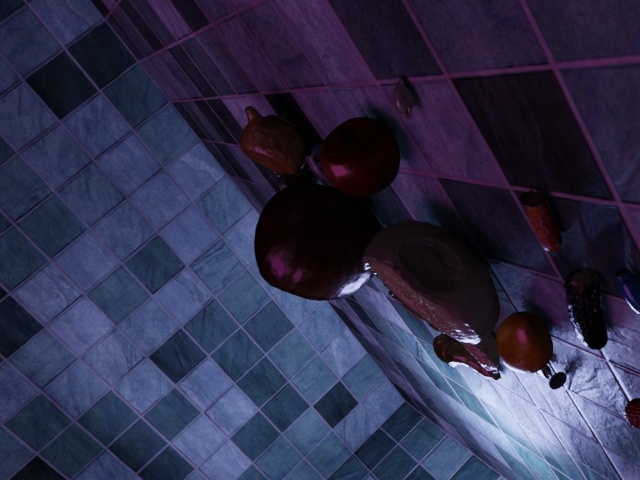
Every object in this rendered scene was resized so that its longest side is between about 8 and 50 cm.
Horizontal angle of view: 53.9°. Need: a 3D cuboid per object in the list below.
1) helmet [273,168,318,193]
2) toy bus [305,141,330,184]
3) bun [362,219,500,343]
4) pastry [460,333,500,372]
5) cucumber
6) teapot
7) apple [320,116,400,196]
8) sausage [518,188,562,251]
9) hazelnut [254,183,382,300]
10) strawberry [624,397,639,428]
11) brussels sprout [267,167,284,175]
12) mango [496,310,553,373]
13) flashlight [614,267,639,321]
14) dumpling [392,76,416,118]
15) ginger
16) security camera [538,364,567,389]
[{"bbox_3d":[-0.076,-0.163,2.124,0.177,0.153,0.107,73,-176,-78],"label":"helmet"},{"bbox_3d":[0.007,-0.226,1.869,0.123,0.075,0.060,52,168,-20],"label":"toy bus"},{"bbox_3d":[0.288,0.083,1.545,0.364,0.202,0.364,40,170,8],"label":"bun"},{"bbox_3d":[0.450,0.282,1.884,0.258,0.089,0.121,43,172,19],"label":"pastry"},{"bbox_3d":[0.524,0.150,1.237,0.067,0.067,0.245,36,161,47],"label":"cucumber"},{"bbox_3d":[-0.122,-0.305,1.909,0.203,0.167,0.311,16,170,45],"label":"teapot"},{"bbox_3d":[0.090,-0.186,1.430,0.181,0.181,0.168,36,162,45],"label":"apple"},{"bbox_3d":[0.405,-0.028,1.142,0.050,0.048,0.145,-10,132,31],"label":"sausage"},{"bbox_3d":[0.000,0.000,1.978,0.421,0.352,0.420,10,124,14],"label":"hazelnut"},{"bbox_3d":[0.690,0.365,1.339,0.073,0.073,0.083,44,152,21],"label":"strawberry"},{"bbox_3d":[-0.131,-0.277,2.108,0.155,0.117,0.155,54,176,5],"label":"brussels sprout"},{"bbox_3d":[0.497,0.245,1.537,0.145,0.112,0.219,45,165,31],"label":"mango"},{"bbox_3d":[0.544,0.103,1.061,0.129,0.051,0.051,54,168,-6],"label":"flashlight"},{"bbox_3d":[0.160,-0.278,1.231,0.077,0.043,0.059,50,-169,-25],"label":"dumpling"},{"bbox_3d":[0.495,0.409,2.175,0.294,0.086,0.131,28,135,48],"label":"ginger"},{"bbox_3d":[0.603,0.347,1.669,0.058,0.058,0.092,55,179,-32],"label":"security camera"}]
